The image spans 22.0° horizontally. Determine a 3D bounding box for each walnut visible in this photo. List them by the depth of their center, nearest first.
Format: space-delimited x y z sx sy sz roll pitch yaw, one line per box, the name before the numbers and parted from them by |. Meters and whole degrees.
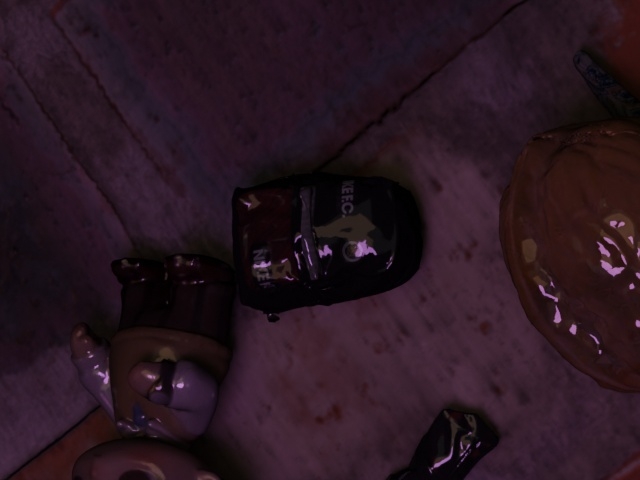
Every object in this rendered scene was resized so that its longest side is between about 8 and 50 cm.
walnut | 0.242 0.013 1.273 0.198 0.198 0.245 -40 88 14

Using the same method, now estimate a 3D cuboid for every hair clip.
hair clip | 0.291 -0.082 1.337 0.229 0.066 0.036 39 72 22

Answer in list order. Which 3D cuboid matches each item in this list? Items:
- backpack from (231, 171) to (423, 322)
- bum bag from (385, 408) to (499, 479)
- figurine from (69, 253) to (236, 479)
backpack | 0.001 -0.004 1.410 0.165 0.106 0.120 -15 77 22
bum bag | 0.097 0.196 1.400 0.058 0.034 0.124 37 100 4
figurine | -0.150 0.193 1.400 0.218 0.206 0.365 -3 86 21
